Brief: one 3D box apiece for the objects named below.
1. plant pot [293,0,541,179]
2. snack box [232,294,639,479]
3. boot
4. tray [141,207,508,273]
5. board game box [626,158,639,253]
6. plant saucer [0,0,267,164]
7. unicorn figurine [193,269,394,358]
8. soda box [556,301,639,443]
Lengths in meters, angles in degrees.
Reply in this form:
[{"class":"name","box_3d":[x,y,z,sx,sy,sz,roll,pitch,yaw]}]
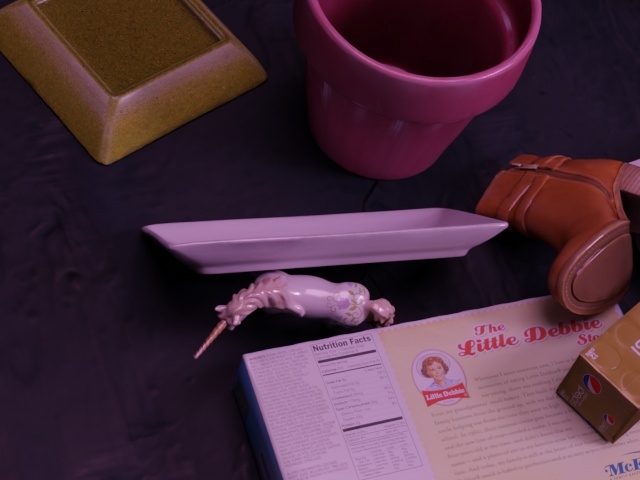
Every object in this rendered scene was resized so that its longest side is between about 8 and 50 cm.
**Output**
[{"class":"plant pot","box_3d":[0.067,-0.154,1.178,0.201,0.180,0.201,6,56,-9]},{"class":"snack box","box_3d":[0.113,0.149,1.059,0.321,0.060,0.187,-9,59,-19]},{"class":"boot","box_3d":[0.193,-0.011,1.149,0.152,0.073,0.197,15,33,33]},{"class":"tray","box_3d":[0.000,0.000,1.109,0.270,0.145,0.030,-4,98,-15]},{"class":"board game box","box_3d":[0.432,-0.023,1.197,0.305,0.053,0.193,-19,61,-2]},{"class":"plant saucer","box_3d":[-0.170,-0.181,1.224,0.188,0.045,0.188,-32,68,-29]},{"class":"unicorn figurine","box_3d":[-0.020,0.048,1.068,0.161,0.111,0.060,-7,90,-5]},{"class":"soda box","box_3d":[0.267,0.076,1.072,0.181,0.058,0.061,-35,68,-30]}]
